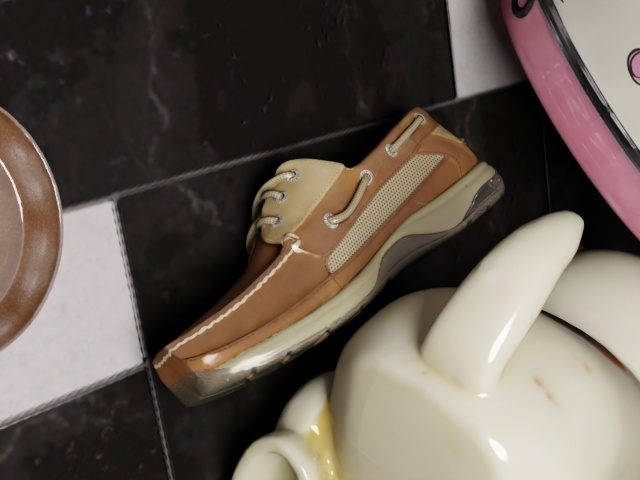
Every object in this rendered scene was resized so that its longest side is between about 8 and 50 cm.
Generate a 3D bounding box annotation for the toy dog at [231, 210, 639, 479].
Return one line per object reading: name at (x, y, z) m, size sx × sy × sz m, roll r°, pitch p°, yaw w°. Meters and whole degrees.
toy dog at (0.158, 0.130, 0.757) m, size 0.408 × 0.284 × 0.395 m, roll -19°, pitch 120°, yaw -47°

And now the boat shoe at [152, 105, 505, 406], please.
boat shoe at (0.000, 0.000, 0.716) m, size 0.324 × 0.122 × 0.120 m, roll -35°, pitch 87°, yaw -36°

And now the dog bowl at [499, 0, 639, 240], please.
dog bowl at (0.314, -0.143, 0.830) m, size 0.408 × 0.150 × 0.408 m, roll 36°, pitch 35°, yaw -30°

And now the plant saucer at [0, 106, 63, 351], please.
plant saucer at (-0.228, -0.007, 0.545) m, size 0.168 × 0.029 × 0.168 m, roll 4°, pitch 84°, yaw -47°
